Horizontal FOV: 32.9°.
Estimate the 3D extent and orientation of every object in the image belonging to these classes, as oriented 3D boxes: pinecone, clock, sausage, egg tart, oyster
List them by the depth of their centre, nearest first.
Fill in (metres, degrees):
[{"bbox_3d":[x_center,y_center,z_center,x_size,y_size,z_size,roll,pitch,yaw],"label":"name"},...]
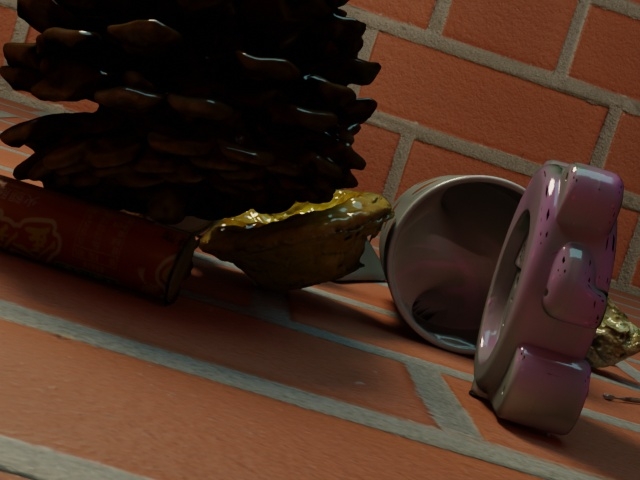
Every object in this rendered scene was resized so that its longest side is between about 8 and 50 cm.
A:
[{"bbox_3d":[-0.253,-0.010,1.043,0.264,0.083,0.083,17,6,5],"label":"sausage"},{"bbox_3d":[0.221,0.047,1.055,0.090,0.248,0.227,15,6,0],"label":"clock"},{"bbox_3d":[-0.128,-0.182,1.118,0.398,0.397,0.398,17,6,-2],"label":"pinecone"},{"bbox_3d":[-0.024,0.000,1.296,0.241,0.106,0.241,-12,9,2],"label":"egg tart"},{"bbox_3d":[0.343,0.115,1.517,0.209,0.133,0.072,40,35,12],"label":"oyster"}]

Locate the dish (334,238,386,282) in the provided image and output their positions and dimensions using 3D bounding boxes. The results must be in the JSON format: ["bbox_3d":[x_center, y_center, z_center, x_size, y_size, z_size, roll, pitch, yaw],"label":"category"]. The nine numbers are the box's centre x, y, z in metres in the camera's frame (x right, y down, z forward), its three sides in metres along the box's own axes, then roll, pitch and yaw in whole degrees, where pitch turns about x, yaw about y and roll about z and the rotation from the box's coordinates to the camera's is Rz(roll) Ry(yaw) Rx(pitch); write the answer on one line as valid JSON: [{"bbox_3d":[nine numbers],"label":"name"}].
[{"bbox_3d":[0.000,0.000,1.688,0.182,0.080,0.243,20,5,21],"label":"dish"}]

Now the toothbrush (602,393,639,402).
[{"bbox_3d":[0.376,0.194,1.324,0.097,0.006,0.008,13,3,-40],"label":"toothbrush"}]

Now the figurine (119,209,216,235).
[{"bbox_3d":[-0.205,-0.077,1.421,0.142,0.189,0.263,62,-12,-18],"label":"figurine"}]

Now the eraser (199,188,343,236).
[{"bbox_3d":[-0.104,-0.072,1.569,0.270,0.174,0.095,22,5,35],"label":"eraser"}]

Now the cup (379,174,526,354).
[{"bbox_3d":[0.184,0.015,1.425,0.212,0.212,0.317,18,5,-1],"label":"cup"}]
